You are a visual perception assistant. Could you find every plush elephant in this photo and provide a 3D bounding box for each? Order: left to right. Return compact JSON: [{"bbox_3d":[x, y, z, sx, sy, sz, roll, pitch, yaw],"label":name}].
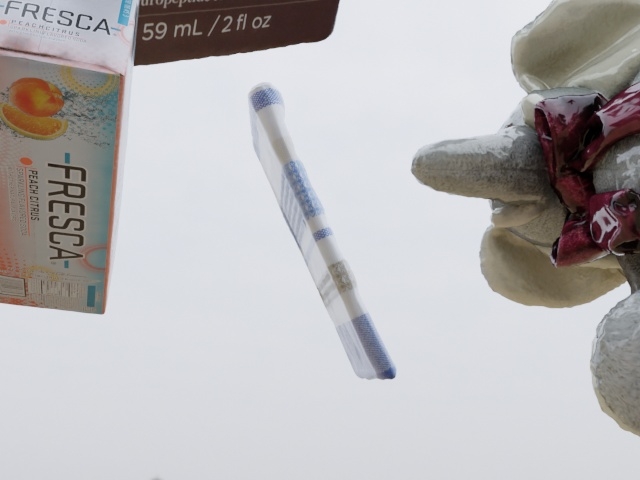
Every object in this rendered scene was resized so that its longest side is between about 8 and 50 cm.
[{"bbox_3d":[0.192,-0.050,0.555,0.255,0.271,0.330,4,5,45],"label":"plush elephant"}]

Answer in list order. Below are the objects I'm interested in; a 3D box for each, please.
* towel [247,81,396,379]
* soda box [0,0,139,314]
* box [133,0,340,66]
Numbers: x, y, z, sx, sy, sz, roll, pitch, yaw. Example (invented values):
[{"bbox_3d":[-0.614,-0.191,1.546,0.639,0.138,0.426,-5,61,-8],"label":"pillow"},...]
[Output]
[{"bbox_3d":[0.000,0.000,0.787,0.034,0.285,0.209,-24,-7,-6],"label":"towel"},{"bbox_3d":[-0.122,-0.037,0.385,0.058,0.063,0.183,8,-36,-13],"label":"soda box"},{"bbox_3d":[-0.084,-0.222,0.425,0.168,0.167,0.203,-20,-43,-40],"label":"box"}]
